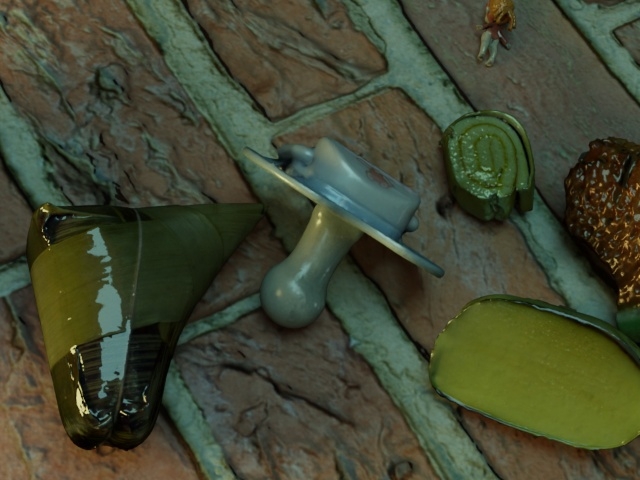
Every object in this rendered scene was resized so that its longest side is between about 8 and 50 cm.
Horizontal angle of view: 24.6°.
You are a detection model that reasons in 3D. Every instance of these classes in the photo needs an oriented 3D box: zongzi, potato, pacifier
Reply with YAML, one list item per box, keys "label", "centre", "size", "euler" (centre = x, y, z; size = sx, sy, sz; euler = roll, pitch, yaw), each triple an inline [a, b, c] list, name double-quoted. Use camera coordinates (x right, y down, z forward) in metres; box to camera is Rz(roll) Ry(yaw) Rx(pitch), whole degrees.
- label: "zongzi"
  centre: [-0.167, 0.087, 1.700]
  size: [0.317, 0.154, 0.289]
  euler: [-7, 69, -25]
- label: "potato"
  centre: [0.274, 0.142, 1.754]
  size: [0.271, 0.160, 0.111]
  euler: [17, 20, 10]
- label: "pacifier"
  centre: [0.000, 0.000, 1.773]
  size: [0.287, 0.238, 0.226]
  euler: [34, 89, -20]

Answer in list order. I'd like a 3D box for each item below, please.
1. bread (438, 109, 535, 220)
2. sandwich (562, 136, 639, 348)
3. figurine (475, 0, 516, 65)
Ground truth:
- label: "bread"
  centre: [0.220, -0.096, 1.920]
  size: [0.117, 0.064, 0.156]
  euler: [-2, 61, -7]
- label: "sandwich"
  centre: [0.436, -0.014, 1.869]
  size: [0.301, 0.250, 0.162]
  euler: [51, 20, 28]
- label: "figurine"
  centre: [0.246, -0.295, 2.057]
  size: [0.064, 0.047, 0.109]
  euler: [31, 61, -26]
